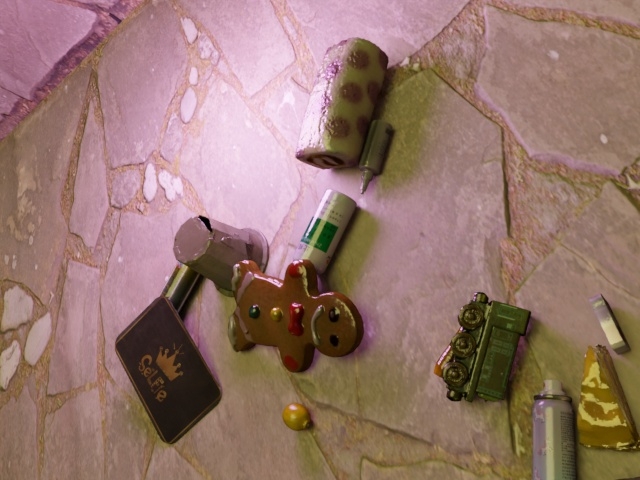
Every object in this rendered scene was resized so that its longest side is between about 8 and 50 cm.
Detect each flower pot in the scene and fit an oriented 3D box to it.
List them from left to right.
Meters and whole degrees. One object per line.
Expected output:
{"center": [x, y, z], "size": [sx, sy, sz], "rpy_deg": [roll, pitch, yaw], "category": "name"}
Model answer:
{"center": [-0.279, 0.027, 1.808], "size": [0.213, 0.203, 0.212], "rpy_deg": [-15, 60, 28], "category": "flower pot"}

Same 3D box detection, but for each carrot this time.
{"center": [0.293, 0.214, 1.377], "size": [0.042, 0.042, 0.170], "rpy_deg": [30, 89, 42], "category": "carrot"}

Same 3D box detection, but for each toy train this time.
{"center": [0.325, 0.220, 1.304], "size": [0.137, 0.090, 0.225], "rpy_deg": [15, 84, 12], "category": "toy train"}

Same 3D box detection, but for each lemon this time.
{"center": [-0.055, 0.416, 1.541], "size": [0.083, 0.062, 0.062], "rpy_deg": [20, 83, 42], "category": "lemon"}

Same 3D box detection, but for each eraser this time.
{"center": [0.532, 0.154, 1.205], "size": [0.026, 0.065, 0.105], "rpy_deg": [-30, 53, 25], "category": "eraser"}

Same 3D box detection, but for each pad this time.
{"center": [-0.472, 0.377, 1.825], "size": [0.315, 0.063, 0.375], "rpy_deg": [-45, 64, 14], "category": "pad"}

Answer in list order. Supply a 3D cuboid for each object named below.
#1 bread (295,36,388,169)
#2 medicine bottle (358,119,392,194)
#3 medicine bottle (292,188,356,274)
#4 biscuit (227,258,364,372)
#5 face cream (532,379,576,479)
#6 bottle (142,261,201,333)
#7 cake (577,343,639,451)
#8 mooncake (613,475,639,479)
{"center": [0.052, -0.361, 1.746], "size": [0.187, 0.155, 0.338], "rpy_deg": [0, 70, 51], "category": "bread"}
{"center": [0.133, -0.211, 1.689], "size": [0.058, 0.058, 0.198], "rpy_deg": [7, 75, 40], "category": "medicine bottle"}
{"center": [0.000, 0.000, 1.671], "size": [0.095, 0.095, 0.259], "rpy_deg": [20, 83, 42], "category": "medicine bottle"}
{"center": [-0.081, 0.182, 1.602], "size": [0.432, 0.064, 0.282], "rpy_deg": [10, 99, 41], "category": "biscuit"}
{"center": [0.422, 0.369, 1.185], "size": [0.075, 0.075, 0.229], "rpy_deg": [-9, 64, 35], "category": "face cream"}
{"center": [-0.425, 0.148, 1.938], "size": [0.082, 0.082, 0.286], "rpy_deg": [28, 88, 42], "category": "bottle"}
{"center": [0.516, 0.280, 1.153], "size": [0.116, 0.080, 0.184], "rpy_deg": [10, 72, 43], "category": "cake"}
{"center": [0.526, 0.524, 0.954], "size": [0.357, 0.194, 0.356], "rpy_deg": [-15, 62, 32], "category": "mooncake"}
